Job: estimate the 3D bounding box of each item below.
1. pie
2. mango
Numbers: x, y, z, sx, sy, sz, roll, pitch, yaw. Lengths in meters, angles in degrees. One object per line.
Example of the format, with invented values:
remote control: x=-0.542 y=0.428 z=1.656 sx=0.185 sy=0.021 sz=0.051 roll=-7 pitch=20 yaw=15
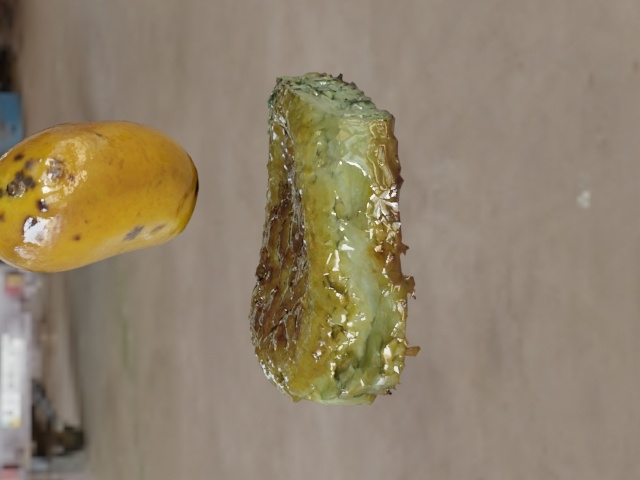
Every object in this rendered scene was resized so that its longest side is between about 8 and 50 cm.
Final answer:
pie: x=0.000 y=0.000 z=1.599 sx=0.354 sy=0.103 sz=0.288 roll=-130 pitch=43 yaw=-64
mango: x=-0.151 y=-0.032 z=1.178 sx=0.115 sy=0.178 sz=0.090 roll=-50 pitch=60 yaw=40
